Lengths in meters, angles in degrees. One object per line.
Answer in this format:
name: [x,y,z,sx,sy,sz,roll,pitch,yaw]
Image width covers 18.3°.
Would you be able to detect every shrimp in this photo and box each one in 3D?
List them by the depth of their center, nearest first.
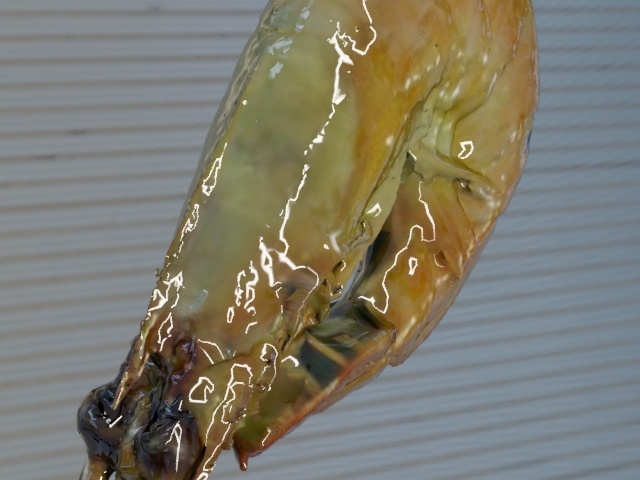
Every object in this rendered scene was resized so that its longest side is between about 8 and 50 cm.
shrimp: [0.000,0.000,0.656,0.267,0.061,0.145,-60,140,-28]
